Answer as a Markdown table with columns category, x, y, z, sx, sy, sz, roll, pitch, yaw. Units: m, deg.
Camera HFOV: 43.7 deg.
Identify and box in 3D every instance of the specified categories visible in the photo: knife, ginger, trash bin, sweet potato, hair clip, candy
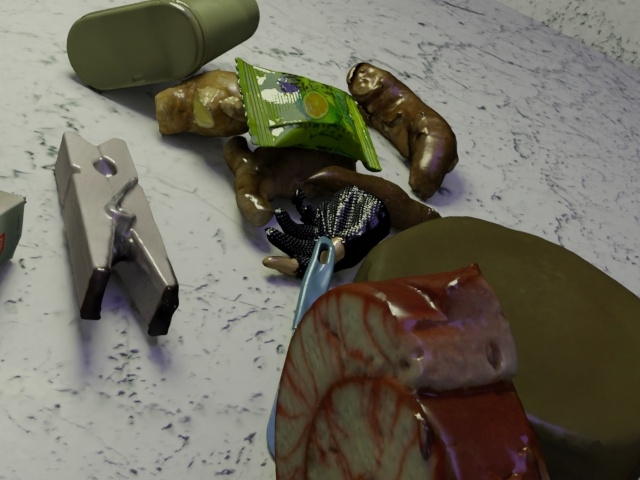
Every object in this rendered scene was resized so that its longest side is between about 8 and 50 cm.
| category | x | y | z | sx | sy | sz | roll | pitch | yaw |
| --- | --- | --- | --- | --- | --- | --- | --- | --- | --- |
| knife | -0.016 | 0.114 | 0.908 | 0.044 | 0.019 | 0.313 | 16 | 49 | -1 |
| ginger | -0.167 | -0.208 | 1.229 | 0.216 | 0.102 | 0.157 | 7 | 27 | 29 |
| trash bin | -0.246 | -0.341 | 1.308 | 0.243 | 0.121 | 0.247 | -3 | 24 | 24 |
| sweet potato | 0.088 | -0.063 | 1.202 | 0.273 | 0.067 | 0.067 | 19 | 31 | -33 |
| hair clip | -0.255 | -0.021 | 0.952 | 0.101 | 0.085 | 0.331 | 5 | 31 | -29 |
| candy | -0.012 | -0.182 | 1.173 | 0.246 | 0.069 | 0.149 | 5 | 58 | -36 |
| ginger | -0.043 | -0.115 | 1.214 | 0.166 | 0.080 | 0.333 | 36 | 40 | 22 |
| ginger | 0.156 | -0.203 | 1.428 | 0.133 | 0.107 | 0.309 | 6 | 39 | -47 |

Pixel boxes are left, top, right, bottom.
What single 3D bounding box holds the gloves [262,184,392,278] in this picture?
| category | x | y | z | sx | sy | sz | roll | pitch | yaw |
| --- | --- | --- | --- | --- | --- | --- | --- | --- | --- |
| gloves | -0.001 | 0.000 | 1.079 | 0.180 | 0.106 | 0.129 | -29 | 61 | -20 |

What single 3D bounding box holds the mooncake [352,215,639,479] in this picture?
| category | x | y | z | sx | sy | sz | roll | pitch | yaw |
| --- | --- | --- | --- | --- | --- | --- | --- | --- | --- |
| mooncake | 0.194 | 0.147 | 0.894 | 0.378 | 0.201 | 0.378 | 14 | 31 | -8 |

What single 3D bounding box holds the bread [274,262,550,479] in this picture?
| category | x | y | z | sx | sy | sz | roll | pitch | yaw |
| --- | --- | --- | --- | --- | --- | --- | --- | --- | --- |
| bread | 0.063 | 0.200 | 0.639 | 0.114 | 0.295 | 0.328 | 3 | 56 | -26 |

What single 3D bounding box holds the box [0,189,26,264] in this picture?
| category | x | y | z | sx | sy | sz | roll | pitch | yaw |
| --- | --- | --- | --- | --- | --- | --- | --- | --- | --- |
| box | -0.454 | -0.036 | 0.825 | 0.269 | 0.079 | 0.135 | 17 | 10 | -9 |
